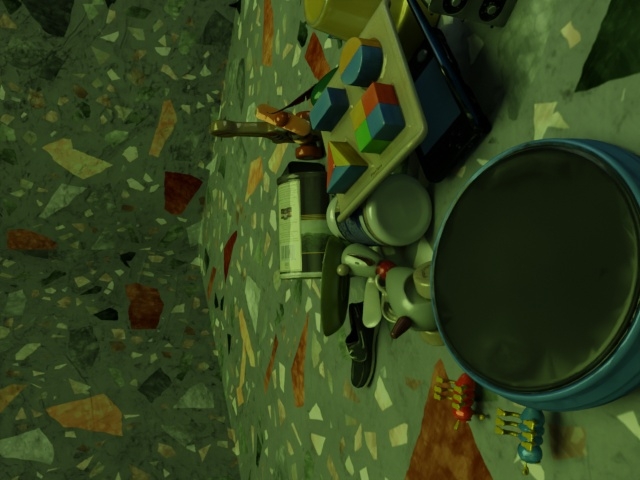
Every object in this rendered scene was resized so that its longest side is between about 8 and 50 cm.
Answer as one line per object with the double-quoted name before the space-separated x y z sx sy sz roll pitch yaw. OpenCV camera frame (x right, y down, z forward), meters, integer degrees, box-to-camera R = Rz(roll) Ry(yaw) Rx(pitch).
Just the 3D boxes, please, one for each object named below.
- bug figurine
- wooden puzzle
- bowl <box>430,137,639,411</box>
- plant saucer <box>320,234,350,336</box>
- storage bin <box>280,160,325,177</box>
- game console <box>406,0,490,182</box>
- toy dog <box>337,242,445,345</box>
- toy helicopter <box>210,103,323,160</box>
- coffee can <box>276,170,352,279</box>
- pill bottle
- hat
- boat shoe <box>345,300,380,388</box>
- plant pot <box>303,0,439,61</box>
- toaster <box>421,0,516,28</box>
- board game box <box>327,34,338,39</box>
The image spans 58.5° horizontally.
"bug figurine" 0.296 0.242 0.954 0.279 0.072 0.216 -172 89 -72
"wooden puzzle" 0.068 -0.255 1.149 0.322 0.080 0.347 133 135 -54
"bowl" 0.306 0.040 0.813 0.391 0.077 0.391 -28 57 52
"plant saucer" 0.040 0.107 1.344 0.241 0.037 0.241 3 -90 -78
"storage bin" -0.047 -0.142 1.742 0.084 0.122 0.180 132 134 -58
"game console" 0.187 -0.300 1.095 0.250 0.173 0.293 -52 41 44
"toy dog" 0.132 0.110 1.136 0.334 0.161 0.220 -4 111 62
"toy helicopter" -0.149 -0.329 1.691 0.235 0.355 0.140 147 123 -84
"coffee can" -0.016 -0.033 1.559 0.201 0.202 0.275 167 103 -67
"pill bottle" 0.120 -0.061 1.288 0.265 0.153 0.153 176 94 -68
"hat" -0.014 -0.384 1.465 0.173 0.184 0.208 -118 36 -51
"boat shoe" 0.095 0.265 1.444 0.084 0.079 0.233 -146 58 -62
"plant pot" 0.099 -0.529 1.242 0.254 0.239 0.254 180 90 -68
"toaster" 0.241 -0.468 0.989 0.110 0.168 0.185 116 146 -42
"board game box" 0.065 -0.691 1.582 0.210 0.047 0.160 135 131 -59
